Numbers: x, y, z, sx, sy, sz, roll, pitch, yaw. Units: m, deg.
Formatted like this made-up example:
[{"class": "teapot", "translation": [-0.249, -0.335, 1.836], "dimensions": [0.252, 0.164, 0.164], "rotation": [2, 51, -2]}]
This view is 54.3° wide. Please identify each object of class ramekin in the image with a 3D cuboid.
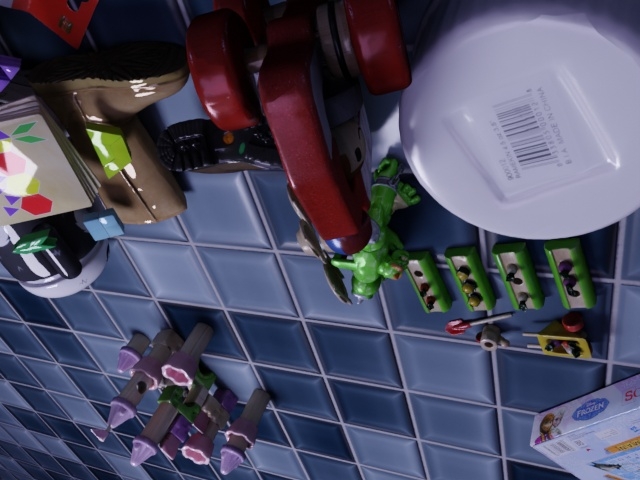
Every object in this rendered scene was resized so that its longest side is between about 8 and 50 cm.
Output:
[{"class": "ramekin", "translation": [0.209, -0.131, 0.601], "dimensions": [0.277, 0.135, 0.277], "rotation": [15, 137, 14]}]

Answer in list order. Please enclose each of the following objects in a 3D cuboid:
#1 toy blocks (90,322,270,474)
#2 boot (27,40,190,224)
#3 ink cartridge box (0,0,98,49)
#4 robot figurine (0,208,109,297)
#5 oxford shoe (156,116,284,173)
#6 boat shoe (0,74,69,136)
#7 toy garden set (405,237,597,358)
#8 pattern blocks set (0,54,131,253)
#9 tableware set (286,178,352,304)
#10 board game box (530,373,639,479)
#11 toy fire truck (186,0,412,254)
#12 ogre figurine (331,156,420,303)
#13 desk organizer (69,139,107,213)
[{"class": "toy blocks", "translation": [-0.319, 0.366, 1.301], "dimensions": [0.308, 0.260, 0.289], "rotation": [-11, 126, 36]}, {"class": "boot", "translation": [-0.249, -0.140, 0.888], "dimensions": [0.236, 0.089, 0.270], "rotation": [2, 139, 18]}, {"class": "ink cartridge box", "translation": [-0.383, -0.358, 0.756], "dimensions": [0.232, 0.066, 0.189], "rotation": [42, 137, -10]}, {"class": "robot figurine", "translation": [-0.471, -0.032, 1.050], "dimensions": [0.173, 0.209, 0.278], "rotation": [-9, 128, 14]}, {"class": "oxford shoe", "translation": [-0.089, -0.129, 0.819], "dimensions": [0.227, 0.096, 0.083], "rotation": [0, 90, 10]}, {"class": "boat shoe", "translation": [-0.479, -0.193, 0.948], "dimensions": [0.267, 0.088, 0.096], "rotation": [14, 138, 15]}, {"class": "toy garden set", "translation": [0.254, 0.097, 0.874], "dimensions": [0.244, 0.049, 0.204], "rotation": [-7, 128, 33]}, {"class": "pattern blocks set", "translation": [-0.394, -0.099, 0.814], "dimensions": [0.285, 0.026, 0.325], "rotation": [-8, 140, -10]}, {"class": "tableware set", "translation": [0.000, 0.000, 0.840], "dimensions": [0.020, 0.169, 0.141], "rotation": [-28, 131, 14]}, {"class": "board game box", "translation": [0.548, 0.323, 0.931], "dimensions": [0.318, 0.066, 0.319], "rotation": [35, 138, -8]}, {"class": "toy fire truck", "translation": [0.009, -0.128, 0.601], "dimensions": [0.169, 0.302, 0.254], "rotation": [-12, 125, 12]}, {"class": "ogre figurine", "translation": [0.073, 0.002, 0.824], "dimensions": [0.096, 0.118, 0.197], "rotation": [28, 140, 0]}, {"class": "desk organizer", "translation": [-0.369, -0.101, 1.011], "dimensions": [0.047, 0.050, 0.130], "rotation": [5, 134, 24]}]
